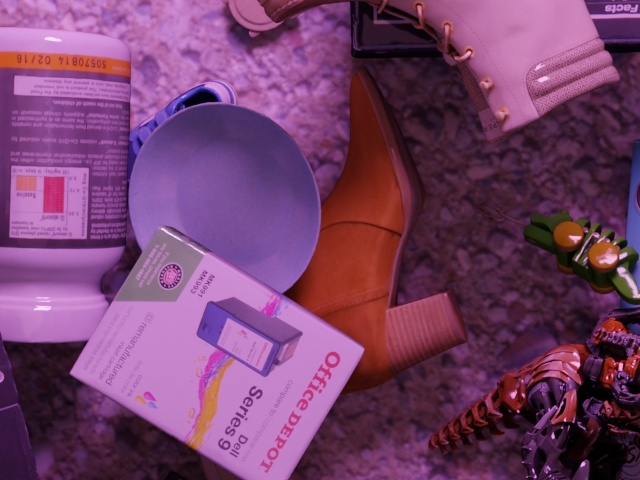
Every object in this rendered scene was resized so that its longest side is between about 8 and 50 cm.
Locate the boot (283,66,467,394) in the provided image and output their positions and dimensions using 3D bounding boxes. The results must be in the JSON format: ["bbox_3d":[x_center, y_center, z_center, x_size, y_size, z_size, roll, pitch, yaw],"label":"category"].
[{"bbox_3d":[0.000,0.001,1.252,0.211,0.104,0.295,-18,82,13],"label":"boot"}]

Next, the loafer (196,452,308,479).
[{"bbox_3d":[-0.059,0.234,1.267,0.092,0.102,0.268,-15,103,-1],"label":"loafer"}]

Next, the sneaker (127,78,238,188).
[{"bbox_3d":[-0.143,-0.105,1.261,0.144,0.059,0.053,-41,95,3],"label":"sneaker"}]

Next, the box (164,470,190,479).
[{"bbox_3d":[-0.107,0.330,1.107,0.184,0.261,0.103,32,110,0],"label":"box"}]

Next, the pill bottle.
[{"bbox_3d":[-0.259,-0.051,1.213,0.162,0.162,0.278,3,93,-1],"label":"pill bottle"}]

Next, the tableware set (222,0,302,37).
[{"bbox_3d":[-0.065,-0.292,1.271,0.168,0.020,0.141,45,90,-1],"label":"tableware set"}]

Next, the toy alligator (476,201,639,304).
[{"bbox_3d":[0.239,-0.004,1.251,0.189,0.056,0.051,34,72,28],"label":"toy alligator"}]

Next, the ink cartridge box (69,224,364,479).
[{"bbox_3d":[-0.087,0.105,1.160,0.212,0.093,0.154,32,88,0],"label":"ink cartridge box"}]

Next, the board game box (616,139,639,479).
[{"bbox_3d":[0.399,0.081,1.192,0.254,0.079,0.336,7,95,43],"label":"board game box"}]

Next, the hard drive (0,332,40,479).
[{"bbox_3d":[-0.317,0.254,1.199,0.064,0.237,0.339,-17,95,-34],"label":"hard drive"}]

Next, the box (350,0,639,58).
[{"bbox_3d":[0.169,-0.315,1.188,0.296,0.183,0.294,-1,94,1],"label":"box"}]

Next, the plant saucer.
[{"bbox_3d":[-0.085,-0.033,1.223,0.195,0.037,0.195,5,103,20],"label":"plant saucer"}]

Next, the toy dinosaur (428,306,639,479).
[{"bbox_3d":[0.250,0.171,1.206,0.164,0.322,0.218,20,60,-23],"label":"toy dinosaur"}]

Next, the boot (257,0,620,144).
[{"bbox_3d":[0.096,-0.170,1.069,0.262,0.095,0.203,-20,96,-2],"label":"boot"}]
